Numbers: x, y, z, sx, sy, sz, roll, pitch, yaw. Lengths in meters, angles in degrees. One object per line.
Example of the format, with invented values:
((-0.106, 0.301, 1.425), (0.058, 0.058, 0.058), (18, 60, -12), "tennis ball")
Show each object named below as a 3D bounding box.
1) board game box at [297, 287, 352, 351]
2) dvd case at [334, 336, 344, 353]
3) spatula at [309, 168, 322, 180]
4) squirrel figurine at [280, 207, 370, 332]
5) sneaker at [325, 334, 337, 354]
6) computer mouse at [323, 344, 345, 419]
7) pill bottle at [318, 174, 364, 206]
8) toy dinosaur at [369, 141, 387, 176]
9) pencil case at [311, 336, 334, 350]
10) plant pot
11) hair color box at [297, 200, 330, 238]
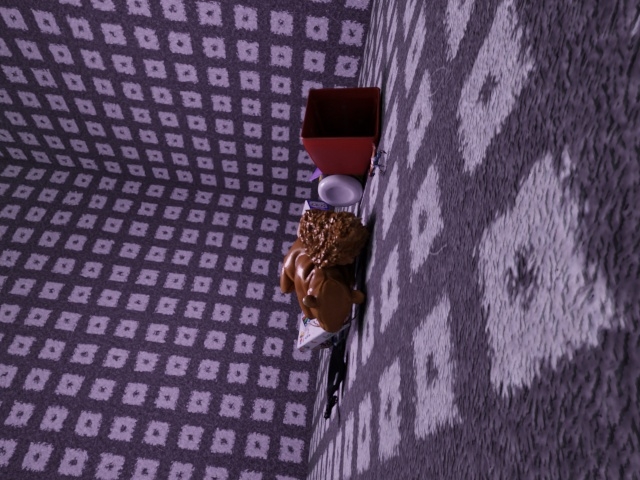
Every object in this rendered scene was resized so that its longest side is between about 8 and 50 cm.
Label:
((0.015, 0.308, 1.658), (0.305, 0.053, 0.193), (-42, 29, 41), "board game box")
((0.066, 0.452, 1.626), (0.087, 0.013, 0.119), (-15, -63, -64), "dvd case")
((0.018, -0.372, 1.709), (0.084, 0.030, 0.296), (-17, 51, 46), "spatula")
((0.014, 0.092, 1.341), (0.370, 0.281, 0.397), (-102, 17, -68), "squirrel figurine")
((0.050, 0.517, 1.993), (0.058, 0.052, 0.135), (-91, 7, -56), "sneaker")
((0.060, 0.514, 1.527), (0.184, 0.060, 0.262), (17, -101, -82), "computer mouse")
((0.098, -0.327, 1.770), (0.188, 0.188, 0.334), (99, 178, -58), "pill bottle")
((0.157, -0.225, 1.181), (0.082, 0.090, 0.047), (-48, -2, 22), "toy dinosaur")
((0.016, 0.301, 1.923), (0.183, 0.160, 0.410), (127, 158, -56), "pencil case")
((0.090, -0.394, 1.548), (0.236, 0.267, 0.267), (77, -163, -56), "plant pot")
((0.000, 0.000, 1.708), (0.339, 0.110, 0.185), (-110, 31, -51), "hair color box")
